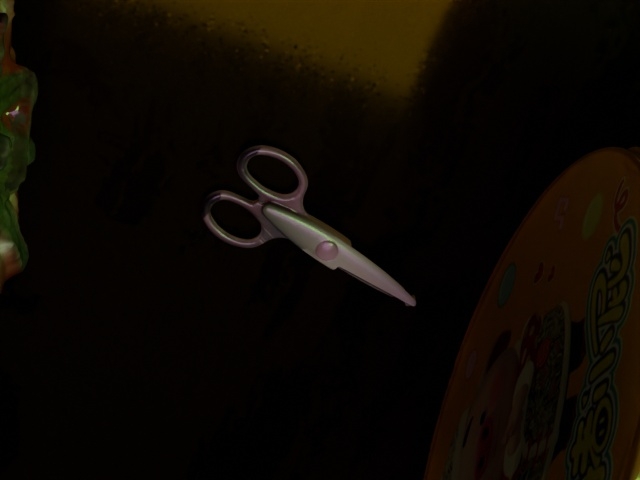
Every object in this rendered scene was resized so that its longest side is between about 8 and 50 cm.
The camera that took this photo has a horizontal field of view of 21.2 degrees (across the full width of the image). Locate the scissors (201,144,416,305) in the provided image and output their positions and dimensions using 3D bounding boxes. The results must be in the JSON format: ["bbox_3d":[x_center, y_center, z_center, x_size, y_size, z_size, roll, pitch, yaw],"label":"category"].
[{"bbox_3d":[0.000,0.000,1.258,0.176,0.022,0.085,33,113,-17],"label":"scissors"}]

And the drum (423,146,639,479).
[{"bbox_3d":[0.225,0.161,1.131,0.214,0.431,0.431,18,118,-9],"label":"drum"}]

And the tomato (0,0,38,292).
[{"bbox_3d":[-0.321,-0.067,1.036,0.272,0.341,0.341,5,120,0],"label":"tomato"}]
